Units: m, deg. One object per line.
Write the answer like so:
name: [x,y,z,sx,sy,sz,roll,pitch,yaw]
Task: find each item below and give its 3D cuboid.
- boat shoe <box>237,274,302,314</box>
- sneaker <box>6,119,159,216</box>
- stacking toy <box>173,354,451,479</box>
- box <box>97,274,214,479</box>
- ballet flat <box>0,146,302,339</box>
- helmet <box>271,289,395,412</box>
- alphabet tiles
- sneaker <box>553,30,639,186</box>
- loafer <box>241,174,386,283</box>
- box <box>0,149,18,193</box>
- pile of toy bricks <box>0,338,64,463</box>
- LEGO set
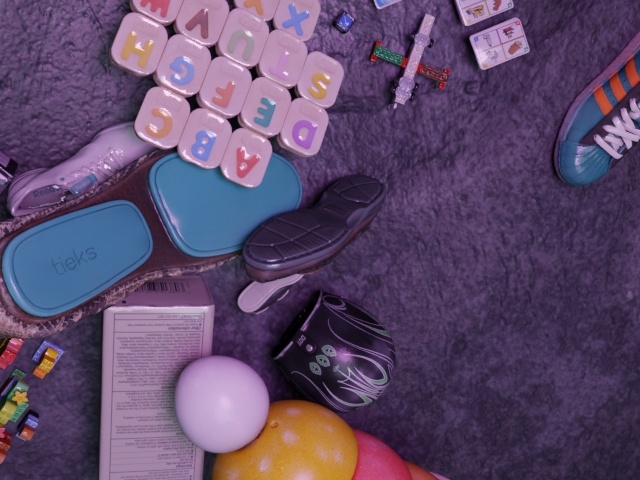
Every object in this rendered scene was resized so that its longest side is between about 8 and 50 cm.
boat shoe: [-0.062,0.061,1.163,0.125,0.038,0.046,-43,71,-5]
sneaker: [-0.292,-0.080,1.024,0.212,0.094,0.080,-29,111,-5]
stacking toy: [-0.022,0.329,1.082,0.350,0.350,0.480,-35,115,-2]
box: [-0.232,0.212,1.120,0.148,0.121,0.311,3,107,-17]
ballet flat: [-0.232,-0.011,0.991,0.482,0.182,0.164,-28,99,-48]
helmet: [0.028,0.167,1.163,0.161,0.169,0.169,37,95,-5]
alphabet tiles: [-0.108,-0.220,1.006,0.284,0.021,0.278,24,75,-21]
sneaker: [0.460,-0.202,1.173,0.108,0.121,0.302,33,97,-22]
loafer: [0.000,0.000,1.074,0.267,0.096,0.084,-34,142,-43]
box: [-0.612,-0.090,0.935,0.395,0.097,0.318,41,92,-23]
pile of toy bricks: [-0.421,0.220,1.080,0.118,0.105,0.212,34,96,-22]
LEGO set: [0.143,-0.296,1.111,0.244,0.060,0.182,-24,100,-8]
